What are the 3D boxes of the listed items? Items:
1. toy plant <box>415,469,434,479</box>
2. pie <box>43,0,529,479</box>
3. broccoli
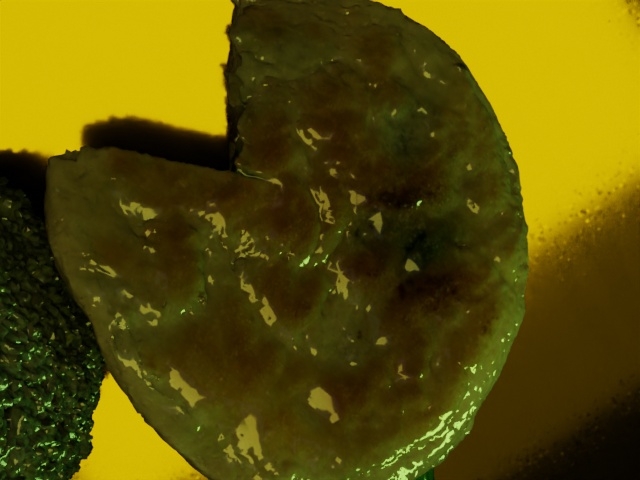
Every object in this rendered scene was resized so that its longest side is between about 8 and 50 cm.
[{"bbox_3d":[-0.016,0.097,0.890,0.240,0.088,0.155,35,94,-7],"label":"toy plant"},{"bbox_3d":[0.000,0.000,0.826,0.337,0.075,0.338,6,74,-21],"label":"pie"},{"bbox_3d":[-0.305,0.105,0.772,0.361,0.221,0.252,-27,59,-11],"label":"broccoli"}]
